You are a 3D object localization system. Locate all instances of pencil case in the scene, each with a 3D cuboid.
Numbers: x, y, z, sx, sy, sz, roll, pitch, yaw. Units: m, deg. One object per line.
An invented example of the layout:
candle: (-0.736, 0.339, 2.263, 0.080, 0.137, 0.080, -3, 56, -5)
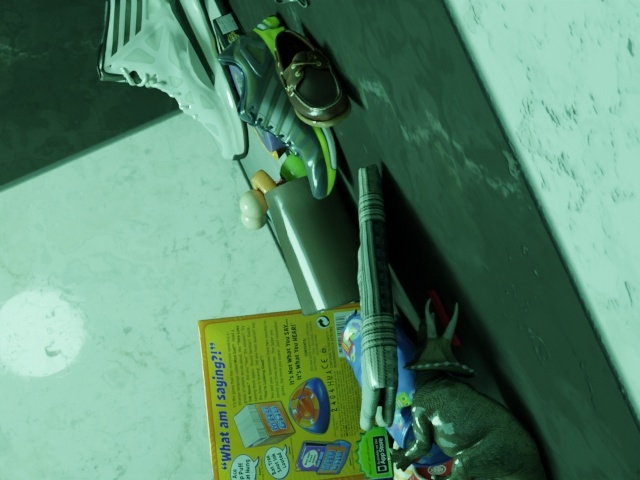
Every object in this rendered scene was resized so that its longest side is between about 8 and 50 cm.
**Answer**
pencil case: (0.135, 0.229, 1.431, 0.133, 0.119, 0.306, -67, 29, 21)

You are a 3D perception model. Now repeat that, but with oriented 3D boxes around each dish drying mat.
dish drying mat: (0.169, 0.105, 1.185, 0.032, 0.008, 0.083, 134, 112, -82)

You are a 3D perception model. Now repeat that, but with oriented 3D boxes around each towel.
towel: (0.072, 0.095, 1.234, 0.324, 0.056, 0.312, 79, -173, -67)

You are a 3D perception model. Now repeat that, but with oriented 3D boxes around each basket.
basket: (0.000, 0.000, 1.527, 0.204, 0.154, 0.226, 169, 80, -82)

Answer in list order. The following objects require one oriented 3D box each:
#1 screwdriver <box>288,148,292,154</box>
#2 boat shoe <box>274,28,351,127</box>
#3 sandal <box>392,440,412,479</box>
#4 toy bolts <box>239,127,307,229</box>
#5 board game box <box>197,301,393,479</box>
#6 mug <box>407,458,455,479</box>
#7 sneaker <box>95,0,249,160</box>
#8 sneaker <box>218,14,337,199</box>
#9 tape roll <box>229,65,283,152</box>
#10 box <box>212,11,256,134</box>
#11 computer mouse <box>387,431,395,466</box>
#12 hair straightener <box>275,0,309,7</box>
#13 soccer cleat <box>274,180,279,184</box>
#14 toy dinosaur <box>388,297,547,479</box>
screwdriver: (-0.075, -0.214, 1.842, 0.169, 0.024, 0.025, 70, -160, -46)
boat shoe: (-0.020, -0.224, 1.181, 0.207, 0.073, 0.073, 56, 170, 52)
sandal: (0.195, 0.495, 1.724, 0.076, 0.102, 0.265, -99, 9, -66)
toy bolts: (-0.123, -0.121, 1.845, 0.218, 0.159, 0.228, 52, 170, 20)
board game box: (-0.062, 0.337, 1.888, 0.356, 0.357, 0.356, 115, 148, -81)
mug: (0.216, 0.483, 1.616, 0.113, 0.150, 0.169, 42, 153, 55)
sneaker: (-0.329, -0.346, 1.866, 0.169, 0.258, 0.447, -125, 14, -64)
sneaker: (-0.065, -0.199, 1.396, 0.299, 0.121, 0.111, 66, 173, -6)
tape roll: (-0.093, -0.260, 1.572, 0.189, 0.080, 0.189, 62, 173, 14)
box: (-0.161, -0.353, 1.862, 0.220, 0.051, 0.175, 83, 161, -68)
computer mouse: (0.206, 0.449, 1.901, 0.188, 0.072, 0.272, 67, 161, 0)
hair straightener: (-0.048, -0.343, 1.077, 0.230, 0.047, 0.089, 94, 150, -76)
soccer cleat: (-0.094, -0.112, 2.117, 0.248, 0.083, 0.095, 107, 142, -84)
toy dinosaur: (0.185, 0.239, 1.056, 0.313, 0.121, 0.160, 48, 134, 22)
